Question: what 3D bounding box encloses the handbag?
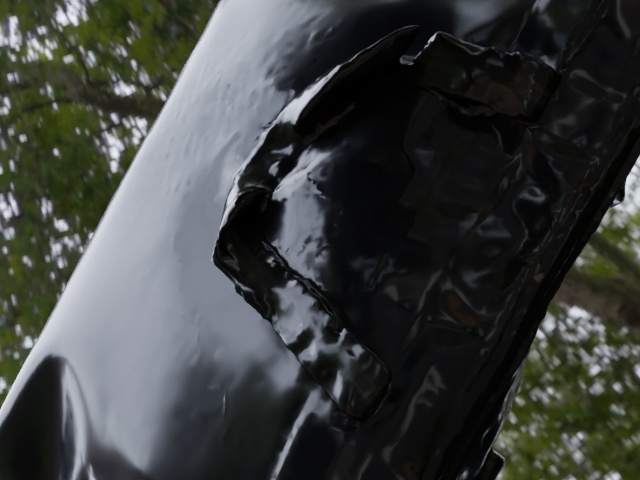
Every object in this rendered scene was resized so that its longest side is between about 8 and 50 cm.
[{"bbox_3d":[0.000,0.000,0.438,0.089,0.211,0.254,39,-105,-36],"label":"handbag"}]
